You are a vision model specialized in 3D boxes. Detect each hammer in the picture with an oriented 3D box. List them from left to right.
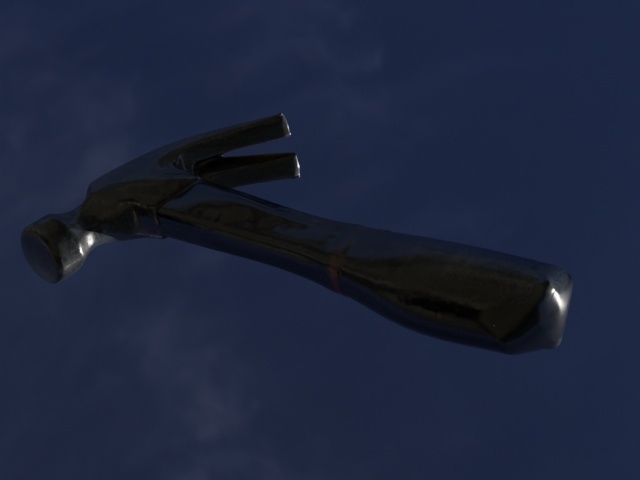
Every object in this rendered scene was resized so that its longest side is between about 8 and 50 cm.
[{"bbox_3d":[0.000,0.000,0.828,0.290,0.037,0.137,15,-140,44],"label":"hammer"}]
